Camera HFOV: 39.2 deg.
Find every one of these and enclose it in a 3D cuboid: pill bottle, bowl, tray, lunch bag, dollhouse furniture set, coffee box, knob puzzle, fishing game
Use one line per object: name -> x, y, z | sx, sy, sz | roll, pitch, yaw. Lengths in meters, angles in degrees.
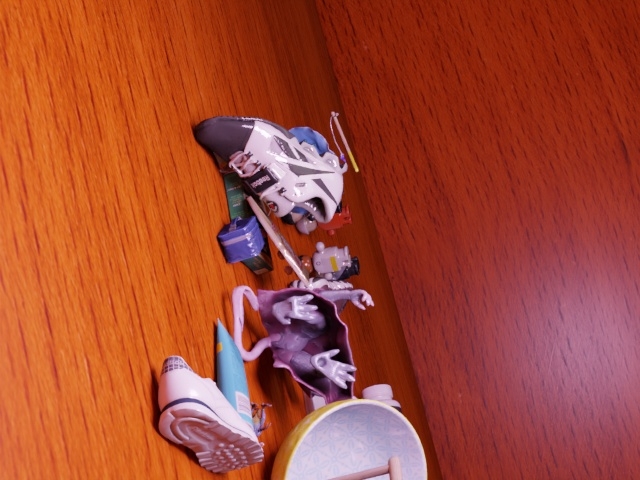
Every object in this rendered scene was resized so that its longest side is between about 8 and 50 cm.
pill bottle -> 0.164, 0.479, 2.332 | 0.108, 0.108, 0.193 | 53, 22, -61
bowl -> 0.022, 0.405, 1.523 | 0.156, 0.289, 0.289 | -3, -72, 57
tray -> 0.016, 0.389, 1.935 | 0.270, 0.030, 0.145 | 54, 23, -60
lunch bag -> -0.144, -0.008, 1.632 | 0.098, 0.067, 0.065 | -75, 147, -72
dollhouse furniture set -> -0.174, -0.194, 1.786 | 0.152, 0.058, 0.076 | -79, 150, -68
coffee box -> -0.140, -0.034, 1.759 | 0.113, 0.040, 0.184 | 52, 24, -63
knob puzzle -> -0.088, 0.001, 1.718 | 0.213, 0.030, 0.213 | 55, 2, -3
fishing game -> -0.045, -0.143, 1.882 | 0.041, 0.264, 0.189 | -10, 80, -56

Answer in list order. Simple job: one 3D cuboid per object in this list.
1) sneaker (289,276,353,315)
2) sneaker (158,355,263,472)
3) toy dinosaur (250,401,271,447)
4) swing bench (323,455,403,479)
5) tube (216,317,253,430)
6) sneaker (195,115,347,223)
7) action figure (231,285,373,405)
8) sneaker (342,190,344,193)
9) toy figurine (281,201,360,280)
sneaker -> 0.007, 0.176, 2.080 | 0.281, 0.106, 0.163 | 13, 67, -67
sneaker -> -0.146, 0.242, 1.221 | 0.235, 0.090, 0.095 | 62, 6, -50
toy dinosaur -> -0.101, 0.305, 1.457 | 0.090, 0.047, 0.082 | 74, 22, -68
swing bench -> 0.013, 0.460, 1.225 | 0.255, 0.253, 0.165 | -82, 153, -66
tube -> -0.137, 0.217, 1.395 | 0.207, 0.052, 0.080 | -102, 174, -51
sneaker -> -0.090, -0.128, 1.697 | 0.330, 0.122, 0.146 | 20, 65, -29
action figure -> -0.038, 0.209, 1.679 | 0.370, 0.275, 0.248 | 143, -50, -81
sneaker -> -0.024, -0.151, 2.243 | 0.089, 0.170, 0.051 | -88, -159, -66
toy figurine -> 0.000, 0.000, 2.171 | 0.213, 0.148, 0.210 | 35, 45, -76
